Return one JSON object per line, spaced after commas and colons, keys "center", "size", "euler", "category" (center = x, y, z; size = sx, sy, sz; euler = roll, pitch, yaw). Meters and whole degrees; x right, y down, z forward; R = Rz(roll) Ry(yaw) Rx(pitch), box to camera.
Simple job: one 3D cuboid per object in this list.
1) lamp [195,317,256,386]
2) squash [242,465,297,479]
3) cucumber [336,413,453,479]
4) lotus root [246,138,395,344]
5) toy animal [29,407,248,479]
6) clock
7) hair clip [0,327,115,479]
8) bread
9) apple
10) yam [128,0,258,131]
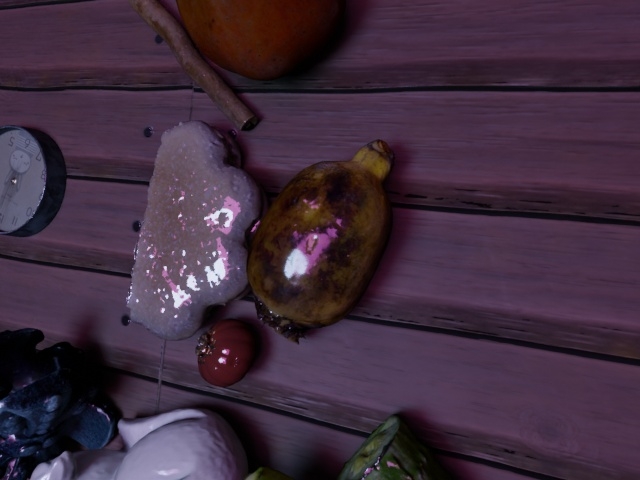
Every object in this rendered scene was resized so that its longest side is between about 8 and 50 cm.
{"center": [-0.141, 0.167, 0.650], "size": [0.101, 0.090, 0.101], "euler": [-30, 44, 34], "category": "lamp"}
{"center": [-0.021, 0.430, 0.516], "size": [0.288, 0.111, 0.203], "euler": [42, 92, -14], "category": "squash"}
{"center": [0.139, 0.347, 0.539], "size": [0.244, 0.134, 0.134], "euler": [41, 100, 10], "category": "cucumber"}
{"center": [0.000, 0.000, 0.583], "size": [0.169, 0.141, 0.314], "euler": [29, 95, 13], "category": "lotus root"}
{"center": [-0.235, 0.349, 0.608], "size": [0.265, 0.272, 0.206], "euler": [-17, 108, 4], "category": "toy animal"}
{"center": [-0.586, -0.113, 0.830], "size": [0.214, 0.042, 0.215], "euler": [-1, 88, 18], "category": "clock"}
{"center": [-0.471, 0.283, 0.693], "size": [0.194, 0.206, 0.310], "euler": [39, 104, 21], "category": "hair clip"}
{"center": [-0.174, -0.011, 0.665], "size": [0.183, 0.102, 0.337], "euler": [9, 88, 14], "category": "bread"}
{"center": [-0.088, -0.339, 0.590], "size": [0.234, 0.234, 0.234], "euler": [-1, 87, 18], "category": "apple"}
{"center": [-0.213, -0.303, 0.718], "size": [0.045, 0.045, 0.327], "euler": [-36, 77, -19], "category": "yam"}
